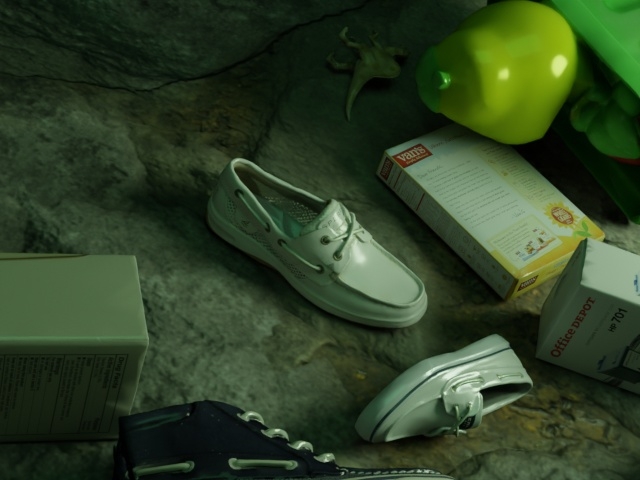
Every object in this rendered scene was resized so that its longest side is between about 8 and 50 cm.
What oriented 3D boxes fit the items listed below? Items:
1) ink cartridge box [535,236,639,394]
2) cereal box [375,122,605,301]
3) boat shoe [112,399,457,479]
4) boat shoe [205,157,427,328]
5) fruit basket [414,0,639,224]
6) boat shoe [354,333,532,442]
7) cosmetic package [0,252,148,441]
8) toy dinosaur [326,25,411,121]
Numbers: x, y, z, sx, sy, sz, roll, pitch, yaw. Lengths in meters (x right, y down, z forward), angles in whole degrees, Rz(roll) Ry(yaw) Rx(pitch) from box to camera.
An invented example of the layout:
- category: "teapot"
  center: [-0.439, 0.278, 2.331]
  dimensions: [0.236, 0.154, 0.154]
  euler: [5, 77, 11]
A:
- category: "ink cartridge box"
  center: [0.354, 0.095, 1.473]
  dimensions: [0.191, 0.139, 0.082]
  euler: [18, 46, -1]
- category: "cereal box"
  center: [0.207, -0.046, 1.621]
  dimensions: [0.173, 0.047, 0.240]
  euler: [-23, 58, -36]
- category: "boat shoe"
  center: [-0.033, 0.216, 1.226]
  dimensions: [0.341, 0.127, 0.158]
  euler: [-2, 49, -22]
- category: "boat shoe"
  center: [0.000, 0.000, 1.468]
  dimensions: [0.277, 0.096, 0.098]
  euler: [28, 44, 8]
- category: "fruit basket"
  center: [0.290, -0.203, 1.665]
  dimensions: [0.392, 0.283, 0.392]
  euler: [-4, 57, 6]
- category: "boat shoe"
  center: [0.138, 0.163, 1.370]
  dimensions: [0.226, 0.083, 0.076]
  euler: [-24, 59, -37]
- category: "cosmetic package"
  center: [-0.326, 0.099, 1.212]
  dimensions: [0.310, 0.160, 0.113]
  euler: [1, 47, -20]
- category: "toy dinosaur"
  center: [0.059, -0.236, 1.747]
  dimensions: [0.093, 0.053, 0.183]
  euler: [33, 46, 11]
